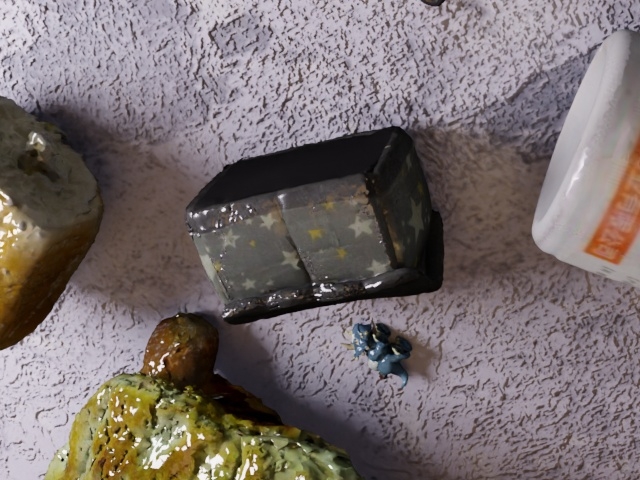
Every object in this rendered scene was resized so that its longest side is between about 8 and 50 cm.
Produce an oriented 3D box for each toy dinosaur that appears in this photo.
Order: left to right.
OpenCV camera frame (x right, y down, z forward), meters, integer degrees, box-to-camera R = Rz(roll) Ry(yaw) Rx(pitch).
[{"bbox_3d":[0.062,0.118,1.445,0.083,0.030,0.047,34,121,-5],"label":"toy dinosaur"}]

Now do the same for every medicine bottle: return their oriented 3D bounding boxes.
[{"bbox_3d":[0.388,-0.026,1.188,0.371,0.211,0.211,21,121,2],"label":"medicine bottle"}]

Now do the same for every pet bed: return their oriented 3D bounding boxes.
[{"bbox_3d":[0.000,0.000,1.312,0.211,0.183,0.159,-13,108,17],"label":"pet bed"}]

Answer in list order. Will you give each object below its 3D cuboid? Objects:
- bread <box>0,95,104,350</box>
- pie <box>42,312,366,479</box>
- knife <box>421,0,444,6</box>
[{"bbox_3d":[-0.321,-0.026,1.374,0.195,0.176,0.246,40,123,4],"label":"bread"},{"bbox_3d":[-0.110,0.331,1.427,0.418,0.180,0.395,44,123,28],"label":"pie"},{"bbox_3d":[0.088,-0.267,1.237,0.031,0.018,0.121,-7,116,24],"label":"knife"}]
